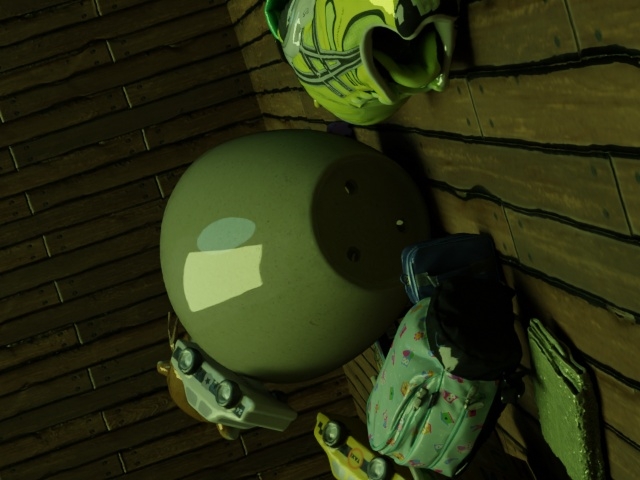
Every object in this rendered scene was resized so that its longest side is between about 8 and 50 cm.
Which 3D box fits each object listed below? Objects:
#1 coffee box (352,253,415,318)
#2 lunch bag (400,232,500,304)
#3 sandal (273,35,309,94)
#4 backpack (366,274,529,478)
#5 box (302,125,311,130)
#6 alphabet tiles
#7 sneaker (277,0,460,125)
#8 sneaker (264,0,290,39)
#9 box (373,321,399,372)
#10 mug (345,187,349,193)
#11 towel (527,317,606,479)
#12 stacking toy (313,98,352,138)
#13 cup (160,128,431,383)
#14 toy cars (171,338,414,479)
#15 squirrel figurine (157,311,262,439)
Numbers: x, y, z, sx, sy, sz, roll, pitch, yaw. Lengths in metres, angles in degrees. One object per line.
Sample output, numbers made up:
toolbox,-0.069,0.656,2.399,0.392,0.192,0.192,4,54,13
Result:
coffee box,0.007,0.070,1.794,0.098,0.247,0.141,-22,84,56
lunch bag,0.126,0.030,1.299,0.065,0.098,0.067,-177,74,-82
sandal,-0.031,-0.305,2.044,0.219,0.060,0.090,54,-163,-54
backpack,0.118,0.136,1.241,0.152,0.115,0.182,-78,8,-57
box,-0.009,-0.102,2.026,0.145,0.038,0.186,64,175,-4
alphabet tiles,0.165,0.247,1.366,0.237,0.009,0.198,27,-154,-37
sneaker,0.047,-0.177,1.181,0.384,0.145,0.147,84,167,-73
sneaker,-0.006,-0.270,1.491,0.295,0.124,0.109,97,153,-80
box,0.148,0.269,2.191,0.159,0.044,0.233,83,168,-63
mug,0.041,-0.062,1.853,0.062,0.078,0.064,27,-165,-38
towel,0.219,0.149,1.149,0.110,0.027,0.148,-118,12,-57
stacking toy,0.039,-0.120,1.947,0.167,0.052,0.221,81,169,-60
cup,0.000,0.000,1.598,0.237,0.331,0.331,-21,87,58
toy cars,-0.030,0.250,1.660,0.087,0.394,0.176,-64,-5,6
squirrel figurine,-0.080,0.146,2.122,0.281,0.370,0.397,38,176,18
